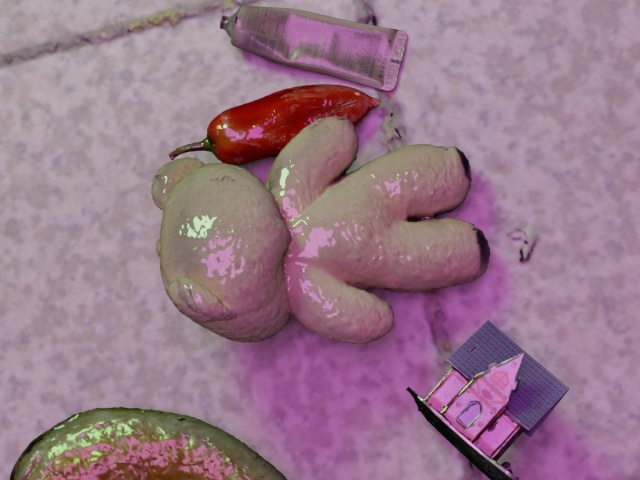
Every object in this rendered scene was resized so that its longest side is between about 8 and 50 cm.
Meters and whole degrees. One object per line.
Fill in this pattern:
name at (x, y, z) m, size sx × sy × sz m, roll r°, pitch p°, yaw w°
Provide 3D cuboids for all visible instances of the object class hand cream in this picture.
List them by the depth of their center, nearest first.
hand cream at (-0.008, -0.175, 1.381) m, size 0.165 × 0.037 × 0.057 m, roll 13°, pitch 81°, yaw 4°

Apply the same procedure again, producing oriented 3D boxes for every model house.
model house at (0.142, 0.132, 1.228) m, size 0.117 × 0.167 × 0.088 m, roll 40°, pitch 84°, yaw 18°

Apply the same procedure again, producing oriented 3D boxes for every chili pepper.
chili pepper at (-0.040, -0.100, 1.358) m, size 0.191 × 0.050 × 0.059 m, roll -14°, pitch 74°, yaw -6°

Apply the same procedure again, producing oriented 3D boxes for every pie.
pie at (-0.135, 0.296, 1.290) m, size 0.323 × 0.070 × 0.323 m, roll -1°, pitch 80°, yaw 5°

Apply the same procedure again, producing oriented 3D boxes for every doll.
doll at (0.001, 0.005, 1.309) m, size 0.278 × 0.149 × 0.175 m, roll -8°, pitch 46°, yaw -10°
